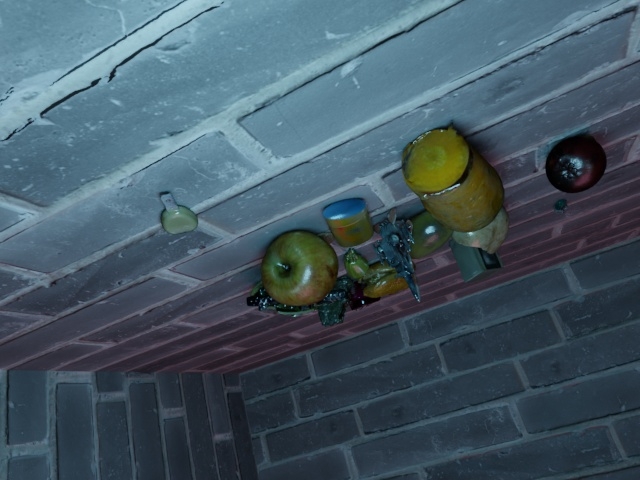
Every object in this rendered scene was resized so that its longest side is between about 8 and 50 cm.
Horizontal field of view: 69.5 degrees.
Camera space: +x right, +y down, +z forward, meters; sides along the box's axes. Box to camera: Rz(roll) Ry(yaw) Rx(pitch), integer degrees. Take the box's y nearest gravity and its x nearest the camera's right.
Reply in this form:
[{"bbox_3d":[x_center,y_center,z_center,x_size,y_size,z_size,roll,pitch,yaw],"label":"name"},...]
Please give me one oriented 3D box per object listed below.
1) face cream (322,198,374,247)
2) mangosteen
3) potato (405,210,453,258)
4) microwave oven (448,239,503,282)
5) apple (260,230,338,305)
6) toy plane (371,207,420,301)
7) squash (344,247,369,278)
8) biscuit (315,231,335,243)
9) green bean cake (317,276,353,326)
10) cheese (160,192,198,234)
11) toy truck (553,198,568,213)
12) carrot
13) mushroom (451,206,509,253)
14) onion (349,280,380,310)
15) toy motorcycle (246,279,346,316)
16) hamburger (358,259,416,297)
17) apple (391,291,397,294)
[{"bbox_3d":[0.099,-0.056,1.542,0.140,0.067,0.285,-21,157,5],"label":"face cream"},{"bbox_3d":[0.814,-0.246,1.464,0.200,0.199,0.199,-13,158,-6],"label":"mangosteen"},{"bbox_3d":[0.370,-0.020,1.681,0.175,0.159,0.251,10,135,-44],"label":"potato"},{"bbox_3d":[0.686,0.061,2.026,0.129,0.204,0.163,-6,157,-21],"label":"microwave oven"},{"bbox_3d":[-0.063,0.097,1.560,0.265,0.264,0.264,-13,158,-6],"label":"apple"},{"bbox_3d":[0.269,0.060,1.584,0.105,0.326,0.223,2,152,-29],"label":"toy plane"},{"bbox_3d":[0.130,0.085,1.887,0.105,0.105,0.132,-22,143,15],"label":"squash"},{"bbox_3d":[0.000,0.000,1.677,0.120,0.015,0.120,-14,157,-6],"label":"biscuit"},{"bbox_3d":[0.081,0.293,2.176,0.194,0.208,0.107,-18,161,10],"label":"green bean cake"},{"bbox_3d":[-0.385,-0.073,1.221,0.097,0.037,0.192,-13,158,-9],"label":"cheese"},{"bbox_3d":[1.037,-0.147,1.993,0.044,0.039,0.083,-1,157,7],"label":"toy truck"},{"bbox_3d":[0.384,-0.154,1.300,0.224,0.224,0.341,-26,152,24],"label":"carrot"},{"bbox_3d":[0.596,-0.073,1.728,0.254,0.195,0.188,9,114,-45],"label":"mushroom"},{"bbox_3d":[0.237,0.259,2.284,0.218,0.139,0.195,-22,161,15],"label":"onion"},{"bbox_3d":[-0.109,0.222,1.877,0.411,0.168,0.237,-1,-174,-22],"label":"toy motorcycle"},{"bbox_3d":[0.319,0.151,2.086,0.283,0.143,0.156,-14,151,-15],"label":"hamburger"},{"bbox_3d":[0.354,0.227,2.338,0.102,0.099,0.114,-8,153,-24],"label":"apple"}]
